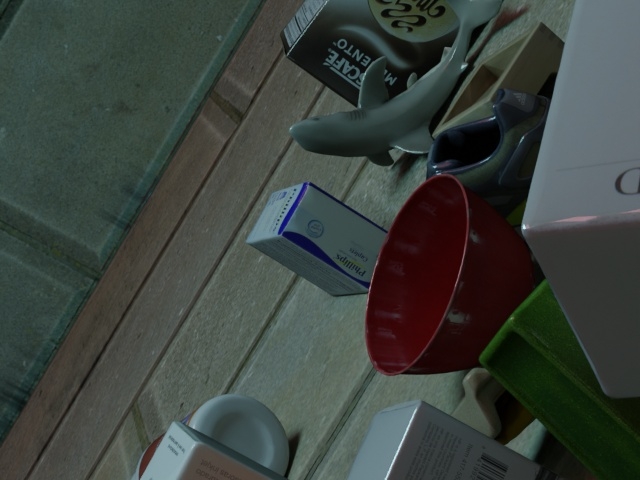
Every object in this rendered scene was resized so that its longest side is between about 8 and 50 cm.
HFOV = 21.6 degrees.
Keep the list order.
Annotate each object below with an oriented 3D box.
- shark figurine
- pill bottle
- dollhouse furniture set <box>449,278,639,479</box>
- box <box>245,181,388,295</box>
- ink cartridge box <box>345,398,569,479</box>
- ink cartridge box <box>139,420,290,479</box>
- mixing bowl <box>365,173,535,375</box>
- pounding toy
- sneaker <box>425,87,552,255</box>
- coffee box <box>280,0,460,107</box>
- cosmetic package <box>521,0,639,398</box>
[{"bbox_3d":[0.119,-0.159,1.939,0.278,0.166,0.116,-41,43,3],"label":"shark figurine"},{"bbox_3d":[-0.133,0.258,1.861,0.216,0.121,0.121,-40,25,52],"label":"pill bottle"},{"bbox_3d":[0.211,0.091,1.183,0.197,0.151,0.301,-44,-10,-22],"label":"dollhouse furniture set"},{"bbox_3d":[0.000,0.000,1.906,0.072,0.126,0.137,-62,16,-13],"label":"box"},{"bbox_3d":[0.102,0.208,1.068,0.139,0.190,0.082,-65,14,-18],"label":"ink cartridge box"},{"bbox_3d":[-0.104,0.330,1.489,0.273,0.197,0.114,-61,15,-4],"label":"ink cartridge box"},{"bbox_3d":[0.122,0.042,1.457,0.181,0.098,0.181,-50,30,44],"label":"mixing bowl"},{"bbox_3d":[0.183,-0.110,1.621,0.141,0.100,0.130,-56,12,-28],"label":"pounding toy"},{"bbox_3d":[0.137,-0.041,1.548,0.300,0.121,0.111,-48,19,39],"label":"sneaker"},{"bbox_3d":[0.105,-0.304,2.017,0.297,0.168,0.119,-53,16,12],"label":"coffee box"},{"bbox_3d":[0.286,-0.136,1.000,0.230,0.161,0.453,-7,47,28],"label":"cosmetic package"}]
